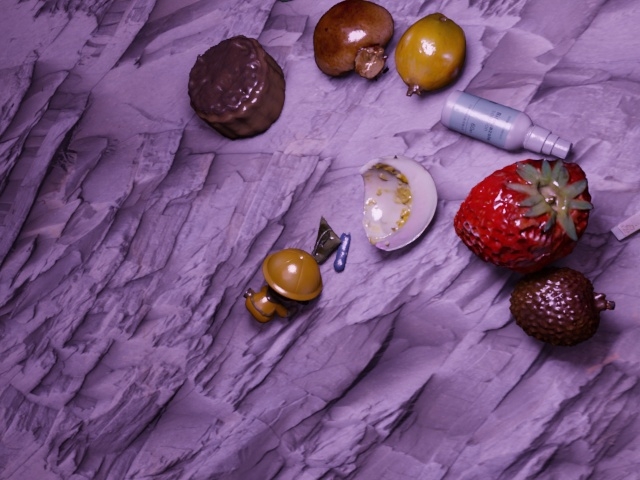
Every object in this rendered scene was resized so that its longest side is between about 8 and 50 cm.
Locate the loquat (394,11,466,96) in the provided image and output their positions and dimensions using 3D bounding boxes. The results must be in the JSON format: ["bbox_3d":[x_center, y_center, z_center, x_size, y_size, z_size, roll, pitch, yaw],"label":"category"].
[{"bbox_3d":[0.309,-0.520,1.603,0.213,0.213,0.246,24,86,25],"label":"loquat"}]

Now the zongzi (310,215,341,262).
[{"bbox_3d":[0.000,0.000,1.714,0.109,0.055,0.119,-51,46,20],"label":"zongzi"}]

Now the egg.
[{"bbox_3d":[0.211,-0.127,1.588,0.206,0.162,0.271,-7,111,-10],"label":"egg"}]

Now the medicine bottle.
[{"bbox_3d":[0.509,-0.308,1.524,0.352,0.110,0.110,28,91,25],"label":"medicine bottle"}]

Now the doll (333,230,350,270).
[{"bbox_3d":[0.067,0.032,1.688,0.037,0.027,0.125,11,81,24],"label":"doll"}]

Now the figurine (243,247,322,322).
[{"bbox_3d":[-0.113,0.139,1.666,0.192,0.167,0.257,44,100,10],"label":"figurine"}]

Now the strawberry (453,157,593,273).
[{"bbox_3d":[0.489,-0.043,1.379,0.292,0.310,0.291,2,58,-4],"label":"strawberry"}]

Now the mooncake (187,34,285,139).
[{"bbox_3d":[-0.282,-0.509,1.856,0.324,0.187,0.324,-6,75,22],"label":"mooncake"}]

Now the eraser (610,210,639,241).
[{"bbox_3d":[0.781,-0.035,1.404,0.083,0.019,0.038,-35,70,13],"label":"eraser"}]

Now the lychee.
[{"bbox_3d":[0.587,0.159,1.357,0.238,0.200,0.200,-6,77,28],"label":"lychee"}]

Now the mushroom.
[{"bbox_3d":[0.102,-0.617,1.712,0.263,0.195,0.283,-43,67,3],"label":"mushroom"}]
